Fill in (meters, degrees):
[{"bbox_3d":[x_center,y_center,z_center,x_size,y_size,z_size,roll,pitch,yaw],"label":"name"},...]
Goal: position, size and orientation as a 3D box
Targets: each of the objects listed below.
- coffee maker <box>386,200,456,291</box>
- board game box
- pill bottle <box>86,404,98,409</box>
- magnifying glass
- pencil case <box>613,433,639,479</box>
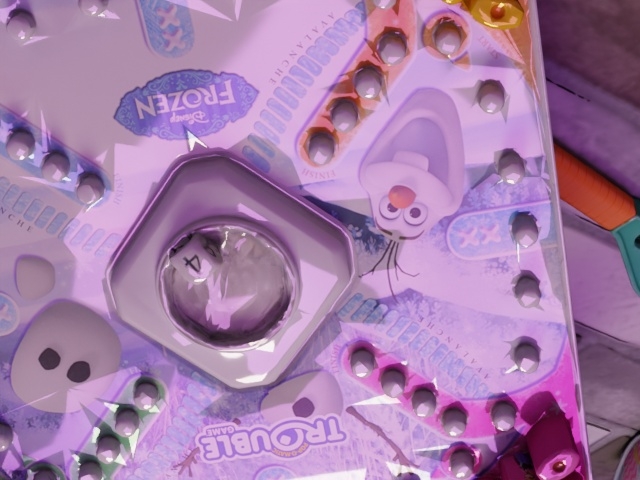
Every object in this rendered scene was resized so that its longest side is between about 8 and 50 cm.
[{"bbox_3d":[0.000,0.000,0.711,0.178,0.120,0.171,-13,139,13],"label":"coffee maker"},{"bbox_3d":[-0.053,0.027,0.639,0.389,0.050,0.390,-9,110,6],"label":"board game box"},{"bbox_3d":[-0.170,0.143,0.848,0.160,0.160,0.283,9,139,-13],"label":"pill bottle"},{"bbox_3d":[0.226,-0.008,0.785,0.231,0.026,0.092,29,132,-31],"label":"magnifying glass"},{"bbox_3d":[0.409,0.254,1.038,0.273,0.114,0.124,14,166,-17],"label":"pencil case"}]
